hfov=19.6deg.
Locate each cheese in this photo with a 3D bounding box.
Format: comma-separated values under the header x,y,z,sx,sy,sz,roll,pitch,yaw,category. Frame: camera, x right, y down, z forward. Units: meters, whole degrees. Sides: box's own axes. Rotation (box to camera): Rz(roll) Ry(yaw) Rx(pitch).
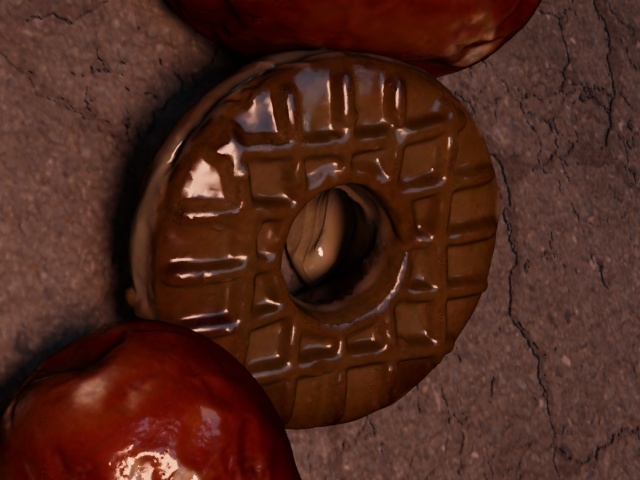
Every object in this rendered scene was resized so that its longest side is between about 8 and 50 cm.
x,y,z,sx,sy,sz,roll,pitch,yaw,category
0.013,0.024,1.633,0.092,0.047,0.171,23,66,-36,cheese

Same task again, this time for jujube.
x,y,z,sx,sy,sz,roll,pitch,yaw,category
0.037,-0.272,1.595,0.377,0.276,0.276,2,78,-29,jujube
-0.107,0.212,1.376,0.223,0.223,0.318,-48,116,-38,jujube

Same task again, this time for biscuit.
x,y,z,sx,sy,sz,roll,pitch,yaw,category
0.000,0.000,1.511,0.332,0.103,0.332,-9,110,-28,biscuit
